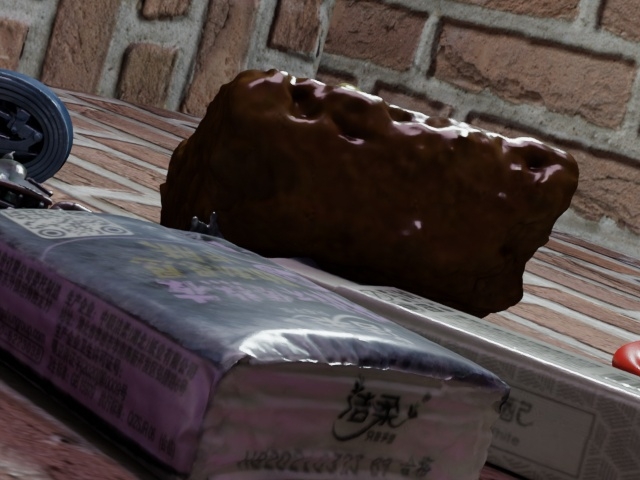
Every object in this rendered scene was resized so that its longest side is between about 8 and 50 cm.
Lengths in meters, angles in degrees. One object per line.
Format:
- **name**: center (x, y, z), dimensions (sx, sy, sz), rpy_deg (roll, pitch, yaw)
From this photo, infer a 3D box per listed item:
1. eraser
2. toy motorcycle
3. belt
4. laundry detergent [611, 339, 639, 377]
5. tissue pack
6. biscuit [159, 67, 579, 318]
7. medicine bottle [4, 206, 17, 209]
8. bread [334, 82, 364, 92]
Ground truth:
- **eraser**: center (0.119, 0.114, 1.380), dimensions (0.404, 0.096, 0.098), rpy_deg (19, 9, 32)
- **toy motorcycle**: center (-0.298, -0.030, 1.696), dimensions (0.213, 0.082, 0.122), rpy_deg (23, 16, -7)
- **belt**: center (-0.388, -0.132, 2.039), dimensions (0.190, 0.141, 0.082), rpy_deg (12, 6, -4)
- **laundry detergent**: center (0.392, 0.153, 1.852), dimensions (0.097, 0.049, 0.165), rpy_deg (3, 14, -32)
- **tissue pack**: center (-0.078, 0.073, 1.209), dimensions (0.259, 0.122, 0.361), rpy_deg (7, 13, -41)
- **biscuit**: center (0.025, -0.023, 1.689), dimensions (0.343, 0.166, 0.395), rpy_deg (16, -12, -10)
- **medicine bottle**: center (-0.303, -0.004, 1.441), dimensions (0.203, 0.083, 0.083), rpy_deg (14, 7, -4)
- **bread**: center (0.033, -0.094, 2.331), dimensions (0.196, 0.238, 0.252), rpy_deg (-29, -44, 32)
